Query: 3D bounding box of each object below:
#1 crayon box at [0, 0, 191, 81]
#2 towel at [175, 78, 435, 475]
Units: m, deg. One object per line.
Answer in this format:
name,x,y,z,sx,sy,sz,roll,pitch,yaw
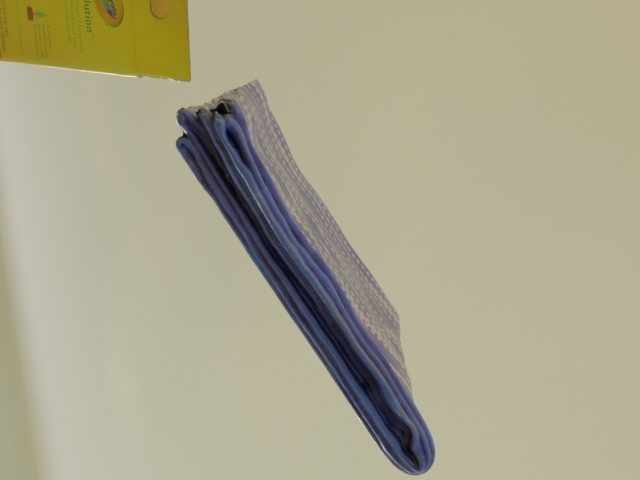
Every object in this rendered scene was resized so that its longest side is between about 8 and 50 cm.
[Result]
crayon box,-0.245,-0.262,0.996,0.319,0.081,0.202,11,-64,21
towel,0.000,0.000,0.734,0.243,0.040,0.336,57,7,-8
